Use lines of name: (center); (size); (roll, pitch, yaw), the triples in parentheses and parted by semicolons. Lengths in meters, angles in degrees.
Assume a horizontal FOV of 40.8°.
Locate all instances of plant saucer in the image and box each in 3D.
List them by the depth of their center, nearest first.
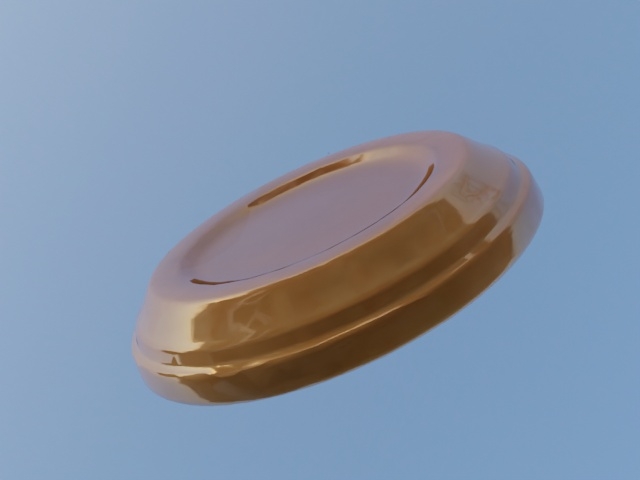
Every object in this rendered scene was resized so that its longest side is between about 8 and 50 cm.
plant saucer: (0.000, 0.000, 0.395); (0.200, 0.200, 0.037); (-24, -71, 3)
